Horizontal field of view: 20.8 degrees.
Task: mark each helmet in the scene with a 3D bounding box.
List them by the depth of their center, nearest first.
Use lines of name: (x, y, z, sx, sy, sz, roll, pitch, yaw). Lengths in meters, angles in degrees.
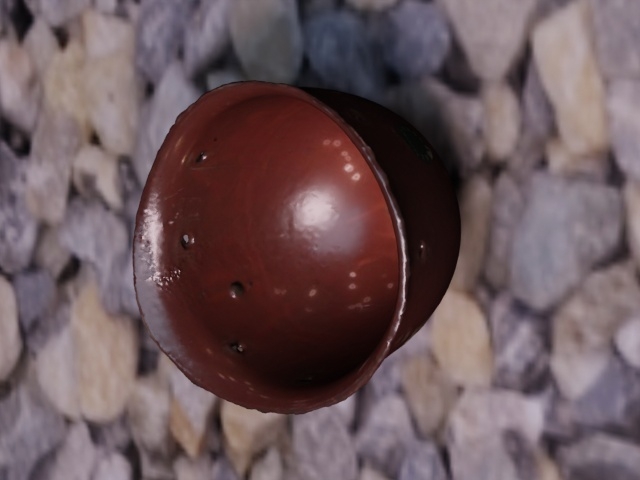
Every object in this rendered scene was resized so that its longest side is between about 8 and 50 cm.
helmet: (0.000, 0.000, 0.832, 0.175, 0.106, 0.155, -42, 74, 37)
